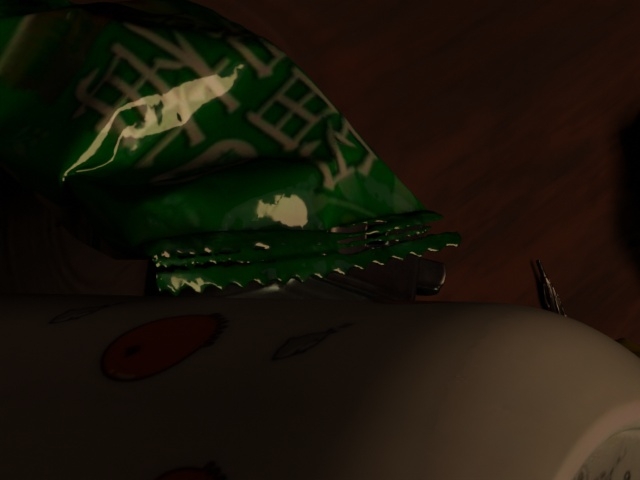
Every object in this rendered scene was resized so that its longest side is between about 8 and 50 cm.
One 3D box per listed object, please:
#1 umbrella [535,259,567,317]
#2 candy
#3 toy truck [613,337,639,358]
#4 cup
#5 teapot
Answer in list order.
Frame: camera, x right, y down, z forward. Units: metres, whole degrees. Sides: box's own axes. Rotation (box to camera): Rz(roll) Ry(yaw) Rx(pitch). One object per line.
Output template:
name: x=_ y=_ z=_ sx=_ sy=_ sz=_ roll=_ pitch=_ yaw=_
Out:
umbrella: x=0.149 y=0.065 z=1.082 sx=0.122 sy=0.013 sz=0.022 roll=64 pitch=33 yaw=-25
candy: x=-0.059 y=-0.041 z=0.723 sx=0.141 sy=0.203 sz=0.078 roll=-21 pitch=137 yaw=-32
toy truck: x=0.112 y=0.148 z=0.951 sx=0.165 sy=0.147 sz=0.224 roll=25 pitch=65 yaw=-23
cup: x=-0.026 y=0.121 z=0.632 sx=0.212 sy=0.317 sz=0.212 roll=4 pitch=85 yaw=-50
teapot: x=0.000 y=0.000 z=0.841 sx=0.177 sy=0.096 sz=0.087 roll=21 pitch=72 yaw=-49
